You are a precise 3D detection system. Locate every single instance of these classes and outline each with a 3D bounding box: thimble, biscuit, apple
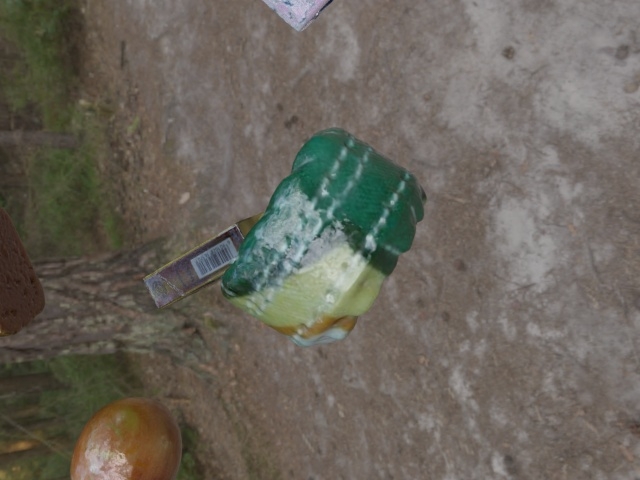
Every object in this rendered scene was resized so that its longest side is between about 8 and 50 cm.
[{"bbox_3d":[0.000,0.000,0.803,0.254,0.167,0.288,-57,4,-12],"label":"thimble"},{"bbox_3d":[-0.631,0.063,1.191,0.262,0.052,0.277,-93,-11,-66],"label":"biscuit"},{"bbox_3d":[-0.425,0.469,1.407,0.253,0.253,0.253,4,95,57],"label":"apple"}]

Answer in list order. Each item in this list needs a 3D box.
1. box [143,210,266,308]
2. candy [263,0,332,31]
[{"bbox_3d":[-0.173,0.029,1.114,0.240,0.159,0.071,-28,92,31],"label":"box"},{"bbox_3d":[-0.047,-0.328,0.734,0.092,0.160,0.073,-40,14,37],"label":"candy"}]
